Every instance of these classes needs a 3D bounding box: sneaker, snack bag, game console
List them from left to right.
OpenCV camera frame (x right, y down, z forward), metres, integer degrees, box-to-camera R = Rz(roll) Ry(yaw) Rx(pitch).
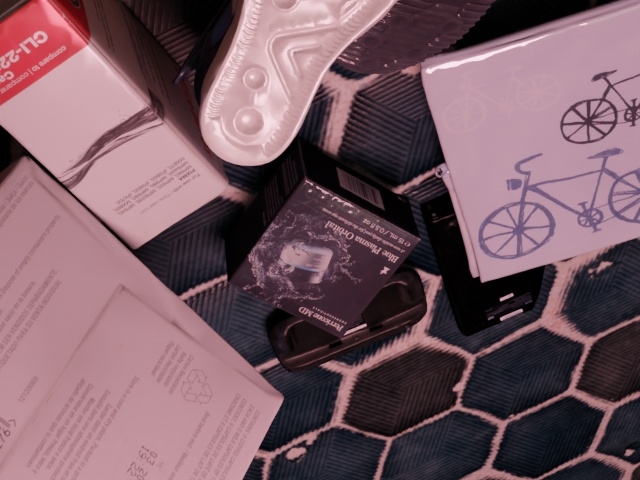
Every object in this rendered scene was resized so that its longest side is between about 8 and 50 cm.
[{"bbox_3d":[-0.013,-0.236,1.156,0.130,0.236,0.322,26,114,-14],"label":"sneaker"},{"bbox_3d":[0.106,0.057,1.572,0.361,0.044,0.213,-23,132,-2],"label":"game console"},{"bbox_3d":[0.117,-0.285,1.246,0.112,0.131,0.319,13,146,-32],"label":"sneaker"},{"bbox_3d":[0.284,-0.115,1.413,0.323,0.037,0.342,-17,131,8],"label":"snack bag"}]

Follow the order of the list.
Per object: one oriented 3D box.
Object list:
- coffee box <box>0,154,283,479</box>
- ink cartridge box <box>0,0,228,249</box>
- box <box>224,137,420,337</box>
[{"bbox_3d":[-0.308,0.195,1.184,0.338,0.337,0.334,44,142,-18],"label":"coffee box"},{"bbox_3d":[-0.217,-0.151,1.158,0.114,0.197,0.273,-34,132,10],"label":"ink cartridge box"},{"bbox_3d":[0.000,0.000,1.424,0.156,0.093,0.158,27,116,-22],"label":"box"}]
